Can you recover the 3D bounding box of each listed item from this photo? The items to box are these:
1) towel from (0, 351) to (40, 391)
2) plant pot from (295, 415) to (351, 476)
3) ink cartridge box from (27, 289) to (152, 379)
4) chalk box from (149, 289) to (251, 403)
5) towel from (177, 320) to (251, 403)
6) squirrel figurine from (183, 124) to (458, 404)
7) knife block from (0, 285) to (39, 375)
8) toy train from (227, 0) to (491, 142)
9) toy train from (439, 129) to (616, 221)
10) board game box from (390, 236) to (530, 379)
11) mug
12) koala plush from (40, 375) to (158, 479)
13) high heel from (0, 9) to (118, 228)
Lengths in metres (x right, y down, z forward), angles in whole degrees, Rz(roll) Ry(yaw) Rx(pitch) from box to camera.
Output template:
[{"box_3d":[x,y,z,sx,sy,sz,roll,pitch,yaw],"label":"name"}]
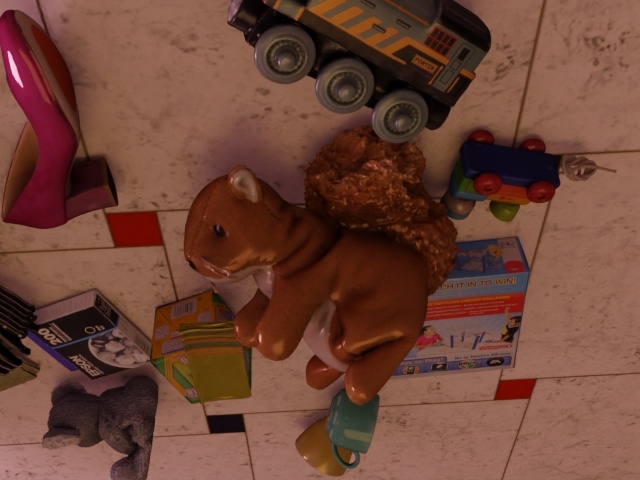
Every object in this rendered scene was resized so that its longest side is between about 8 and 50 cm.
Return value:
[{"box_3d":[-0.658,0.267,1.568,0.148,0.027,0.110,-24,135,19],"label":"towel"},{"box_3d":[0.024,0.458,1.766,0.134,0.134,0.095,25,104,-28],"label":"plant pot"},{"box_3d":[-0.462,0.195,1.493,0.208,0.045,0.206,-17,135,17],"label":"ink cartridge box"},{"box_3d":[-0.212,0.219,1.472,0.133,0.132,0.213,-18,135,13],"label":"chalk box"},{"box_3d":[-0.183,0.220,1.364,0.102,0.021,0.237,-3,138,0],"label":"towel"},{"box_3d":[0.000,0.000,1.184,0.370,0.281,0.397,42,83,-7],"label":"squirrel figurine"},{"box_3d":[-0.639,0.128,1.340,0.276,0.088,0.242,6,125,-8],"label":"knife block"},{"box_3d":[0.054,-0.262,0.983,0.334,0.142,0.190,23,119,-24],"label":"toy train"},{"box_3d":[0.322,-0.080,1.222,0.248,0.105,0.143,7,146,-12],"label":"toy train"},{"box_3d":[0.218,0.139,1.452,0.309,0.086,0.301,-5,137,2],"label":"board game box"},{"box_3d":[0.063,0.397,1.666,0.098,0.157,0.129,15,144,0],"label":"mug"},{"box_3d":[-0.454,0.367,1.588,0.221,0.196,0.203,8,124,-12],"label":"koala plush"},{"box_3d":[-0.415,-0.143,1.063,0.182,0.127,0.377,-13,141,-5],"label":"high heel"}]
